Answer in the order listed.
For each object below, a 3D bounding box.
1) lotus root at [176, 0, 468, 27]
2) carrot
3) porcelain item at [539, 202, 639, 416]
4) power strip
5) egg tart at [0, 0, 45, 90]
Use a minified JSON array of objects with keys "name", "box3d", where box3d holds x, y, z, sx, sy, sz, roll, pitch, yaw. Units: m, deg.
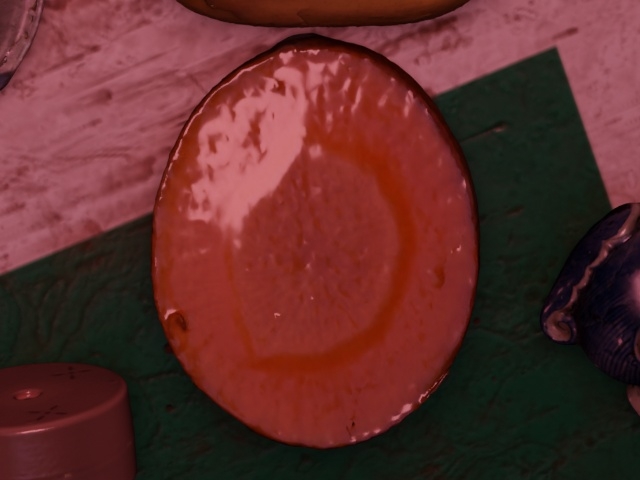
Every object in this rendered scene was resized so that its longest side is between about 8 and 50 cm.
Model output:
[{"name":"lotus root","box3d":[0.019,-0.221,0.997,0.303,0.131,0.146,-7,129,-3]},{"name":"carrot","box3d":[0.000,0.000,1.074,0.258,0.100,0.307,-7,104,-7]},{"name":"porcelain item","box3d":[0.306,0.089,1.123,0.288,0.138,0.186,27,118,-17]},{"name":"power strip","box3d":[-0.214,0.149,1.068,0.154,0.154,0.078,-5,103,-4]},{"name":"egg tart","box3d":[-0.307,-0.184,0.983,0.234,0.094,0.234,-1,114,-3]}]
